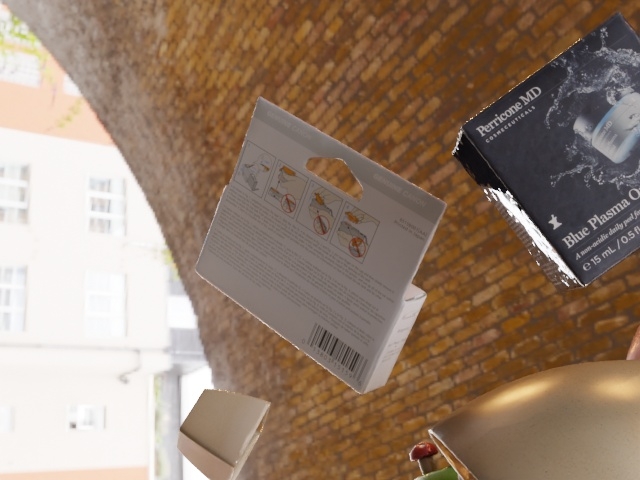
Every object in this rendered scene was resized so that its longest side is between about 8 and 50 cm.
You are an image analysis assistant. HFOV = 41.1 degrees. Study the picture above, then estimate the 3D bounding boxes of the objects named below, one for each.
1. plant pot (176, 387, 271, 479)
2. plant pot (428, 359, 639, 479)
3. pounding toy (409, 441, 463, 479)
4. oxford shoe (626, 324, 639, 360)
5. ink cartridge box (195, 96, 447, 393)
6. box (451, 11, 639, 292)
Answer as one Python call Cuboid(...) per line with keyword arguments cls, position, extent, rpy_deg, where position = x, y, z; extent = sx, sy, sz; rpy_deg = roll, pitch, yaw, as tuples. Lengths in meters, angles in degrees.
Cuboid(cls="plant pot", position=(-0.143, 0.272, 1.209), extent=(0.109, 0.096, 0.109), rpy_deg=(-58, 172, -37))
Cuboid(cls="plant pot", position=(0.256, 0.212, 0.723), extent=(0.191, 0.284, 0.284), rpy_deg=(-39, -139, -4))
Cuboid(cls="pounding toy", position=(0.208, 0.388, 1.447), extent=(0.183, 0.237, 0.110), rpy_deg=(-21, -108, 11))
Cuboid(cls="oxford shoe", position=(0.497, 0.041, 1.052), extent=(0.397, 0.141, 0.146), rpy_deg=(-66, -176, -32))
Cuboid(cls="ink cartridge box", position=(0.000, 0.000, 0.975), extent=(0.275, 0.060, 0.238), rpy_deg=(33, -68, 27))
Cuboid(cls="box", position=(0.216, -0.066, 0.688), extent=(0.156, 0.093, 0.158), rpy_deg=(-36, -98, 0))
